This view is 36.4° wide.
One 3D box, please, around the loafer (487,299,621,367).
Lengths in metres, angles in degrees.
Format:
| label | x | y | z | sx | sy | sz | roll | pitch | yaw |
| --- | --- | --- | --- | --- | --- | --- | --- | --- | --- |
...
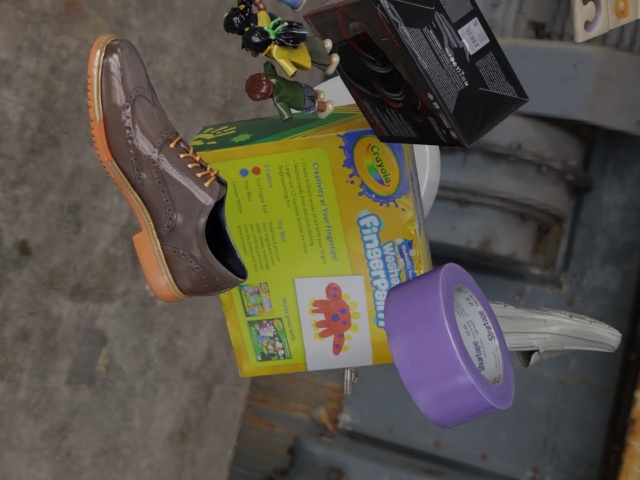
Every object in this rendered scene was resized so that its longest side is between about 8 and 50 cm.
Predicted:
| label | x | y | z | sx | sy | sz | roll | pitch | yaw |
| --- | --- | --- | --- | --- | --- | --- | --- | --- | --- |
| loafer | 0.392 | 0.178 | 1.788 | 0.112 | 0.319 | 0.111 | -134 | -128 | -84 |

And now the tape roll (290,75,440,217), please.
| label | x | y | z | sx | sy | sz | roll | pitch | yaw |
| --- | --- | --- | --- | --- | --- | --- | --- | --- | --- |
| tape roll | 0.065 | -0.154 | 2.072 | 0.072 | 0.392 | 0.392 | 7 | 93 | -61 |

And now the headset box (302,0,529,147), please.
| label | x | y | z | sx | sy | sz | roll | pitch | yaw |
| --- | --- | --- | --- | --- | --- | --- | --- | --- | --- |
| headset box | 0.109 | -0.241 | 1.274 | 0.110 | 0.293 | 0.218 | -38 | 109 | -12 |

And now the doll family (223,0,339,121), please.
| label | x | y | z | sx | sy | sz | roll | pitch | yaw |
| --- | --- | --- | --- | --- | --- | --- | --- | --- | --- |
| doll family | -0.049 | -0.201 | 0.924 | 0.111 | 0.193 | 0.076 | 6 | 137 | -44 |

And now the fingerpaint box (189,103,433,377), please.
| label | x | y | z | sx | sy | sz | roll | pitch | yaw |
| --- | --- | --- | --- | --- | --- | --- | --- | --- | --- |
| fingerpaint box | 0.000 | 0.000 | 1.717 | 0.163 | 0.371 | 0.445 | -74 | 154 | -63 |

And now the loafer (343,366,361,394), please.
| label | x | y | z | sx | sy | sz | roll | pitch | yaw |
| --- | --- | --- | --- | --- | --- | --- | --- | --- | --- |
| loafer | 0.064 | 0.235 | 1.878 | 0.045 | 0.039 | 0.125 | 84 | 6 | -84 |

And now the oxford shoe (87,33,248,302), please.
| label | x | y | z | sx | sy | sz | roll | pitch | yaw |
| --- | --- | --- | --- | --- | --- | --- | --- | --- | --- |
| oxford shoe | -0.187 | -0.094 | 1.245 | 0.130 | 0.133 | 0.363 | -62 | 140 | -57 |

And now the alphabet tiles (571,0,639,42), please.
| label | x | y | z | sx | sy | sz | roll | pitch | yaw |
| --- | --- | --- | --- | --- | --- | --- | --- | --- | --- |
| alphabet tiles | 0.304 | -0.393 | 1.009 | 0.285 | 0.011 | 0.342 | -25 | 116 | -37 |

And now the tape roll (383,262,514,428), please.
| label | x | y | z | sx | sy | sz | roll | pitch | yaw |
| --- | --- | --- | --- | --- | --- | --- | --- | --- | --- |
| tape roll | 0.159 | 0.128 | 1.193 | 0.189 | 0.080 | 0.189 | 44 | 32 | -37 |
